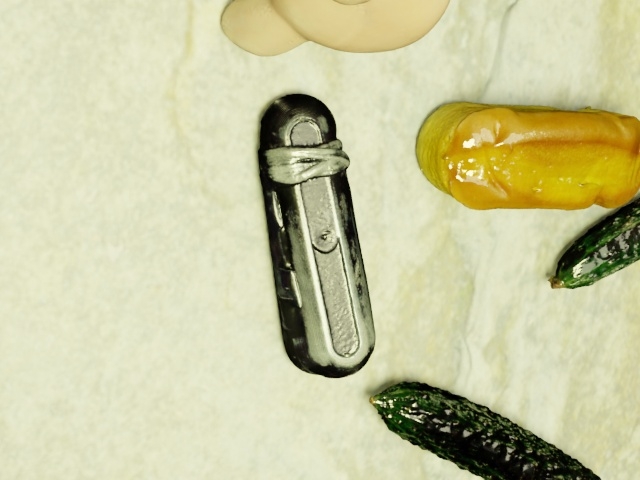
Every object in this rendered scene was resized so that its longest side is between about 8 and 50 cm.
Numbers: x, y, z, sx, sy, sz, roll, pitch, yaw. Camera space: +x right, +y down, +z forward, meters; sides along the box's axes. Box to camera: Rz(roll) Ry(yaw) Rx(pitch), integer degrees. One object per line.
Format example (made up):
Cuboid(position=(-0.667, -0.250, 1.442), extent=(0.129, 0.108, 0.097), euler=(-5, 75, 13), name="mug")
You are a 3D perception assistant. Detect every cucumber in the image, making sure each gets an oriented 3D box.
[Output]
Cuboid(position=(0.358, -0.021, 1.287), extent=(0.293, 0.067, 0.068), euler=(-23, 108, -21), name="cucumber")
Cuboid(position=(0.167, 0.206, 1.220), extent=(0.300, 0.072, 0.072), euler=(32, 83, -28), name="cucumber")

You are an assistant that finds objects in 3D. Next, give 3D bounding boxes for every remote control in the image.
Cuboid(position=(0.000, 0.000, 1.102), extent=(0.090, 0.066, 0.266), euler=(-16, 105, -29), name="remote control")

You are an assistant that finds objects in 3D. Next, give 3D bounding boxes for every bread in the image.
Cuboid(position=(0.213, -0.082, 1.188), extent=(0.245, 0.094, 0.102), euler=(0, 103, -28), name="bread")

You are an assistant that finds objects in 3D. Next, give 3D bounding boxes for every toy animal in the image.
Cuboid(position=(0.001, -0.303, 0.982), extent=(0.326, 0.237, 0.269), euler=(28, 76, -23), name="toy animal")
